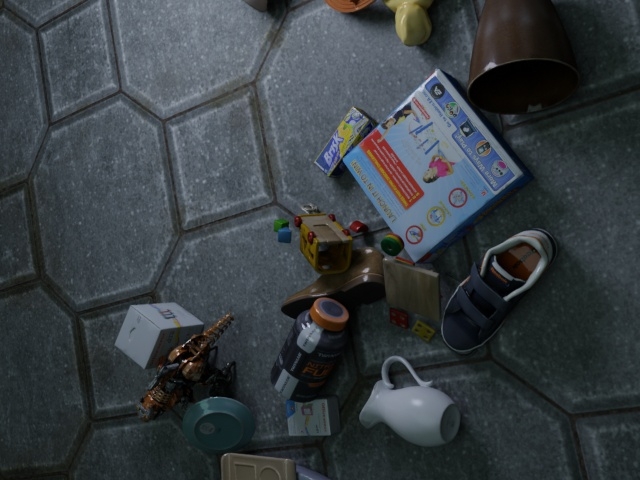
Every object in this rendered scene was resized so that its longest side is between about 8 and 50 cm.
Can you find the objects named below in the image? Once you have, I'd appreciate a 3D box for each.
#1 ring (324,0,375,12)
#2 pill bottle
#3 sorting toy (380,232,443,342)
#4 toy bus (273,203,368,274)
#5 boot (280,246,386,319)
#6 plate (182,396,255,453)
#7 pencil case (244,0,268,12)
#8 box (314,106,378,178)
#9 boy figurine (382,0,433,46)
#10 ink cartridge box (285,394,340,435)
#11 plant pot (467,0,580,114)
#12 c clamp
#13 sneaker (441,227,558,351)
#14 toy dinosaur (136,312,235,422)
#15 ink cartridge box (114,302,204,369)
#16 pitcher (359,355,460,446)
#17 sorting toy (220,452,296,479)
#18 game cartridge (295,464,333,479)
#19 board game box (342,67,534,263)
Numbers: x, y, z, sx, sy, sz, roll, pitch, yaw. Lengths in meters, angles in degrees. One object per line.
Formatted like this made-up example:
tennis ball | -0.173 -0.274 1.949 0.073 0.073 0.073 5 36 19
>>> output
ring | 0.090 -0.697 1.696 0.336 0.032 0.337 -8 79 51
pill bottle | -0.019 0.251 1.716 0.130 0.130 0.246 40 123 26
sorting toy | 0.208 0.103 1.601 0.132 0.046 0.274 18 136 31
toy bus | -0.001 0.005 1.734 0.191 0.202 0.104 15 114 23
boot | 0.035 0.110 1.756 0.305 0.112 0.115 -24 47 33
plate | -0.260 0.480 1.878 0.188 0.024 0.188 -2 118 -3
pencil case | -0.101 -0.765 1.801 0.160 0.183 0.410 40 111 8
box | 0.060 -0.232 1.755 0.059 0.054 0.169 45 111 24
boy figurine | 0.211 -0.579 1.651 0.177 0.092 0.285 -7 86 31
ink cartridge box | -0.018 0.426 1.787 0.122 0.052 0.088 -10 84 29
plant pot | 0.399 -0.406 1.483 0.215 0.215 0.230 -11 68 31
c clamp | 0.308 0.169 1.615 0.137 0.022 0.161 25 100 24
sneaker | 0.352 0.102 1.516 0.126 0.127 0.321 42 107 20
toy dinosaur | -0.324 0.331 1.864 0.322 0.218 0.164 -33 65 10
ink cartridge box | -0.431 0.252 1.970 0.127 0.176 0.128 31 105 28
pitcher | 0.204 0.353 1.624 0.207 0.125 0.178 6 76 42
sorting toy | -0.149 0.627 1.815 0.208 0.038 0.193 -4 87 27
game cartridge | -0.060 0.658 1.807 0.297 0.062 0.198 8 97 31
board game box | 0.250 -0.159 1.618 0.302 0.086 0.308 -42 69 24
